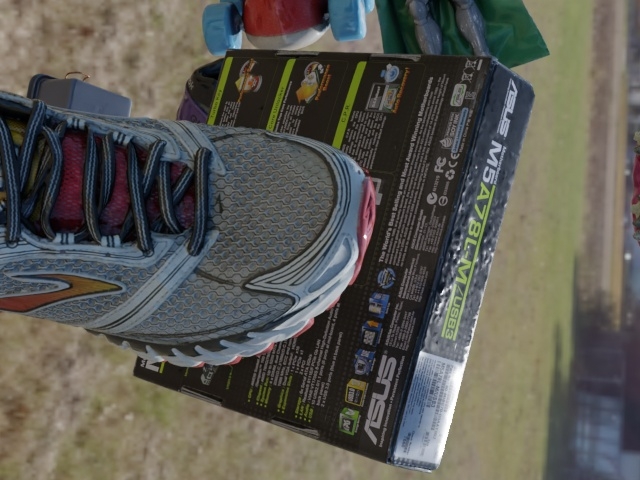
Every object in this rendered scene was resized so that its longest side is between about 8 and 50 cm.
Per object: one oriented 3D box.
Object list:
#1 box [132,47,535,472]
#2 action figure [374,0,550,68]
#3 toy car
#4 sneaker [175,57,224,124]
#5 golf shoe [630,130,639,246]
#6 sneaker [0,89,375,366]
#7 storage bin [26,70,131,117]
[{"bbox_3d":[0.000,0.000,0.577,0.045,0.184,0.191,21,82,-45],"label":"box"},{"bbox_3d":[0.080,-0.233,0.909,0.063,0.137,0.232,-63,133,-79],"label":"action figure"},{"bbox_3d":[-0.055,-0.397,1.578,0.210,0.219,0.238,-74,157,-58],"label":"toy car"},{"bbox_3d":[0.002,-0.077,1.054,0.124,0.283,0.107,110,-2,-46],"label":"sneaker"},{"bbox_3d":[0.291,0.007,0.774,0.115,0.140,0.306,-6,-96,64],"label":"golf shoe"},{"bbox_3d":[-0.092,-0.007,0.406,0.093,0.225,0.088,56,35,-67],"label":"sneaker"},{"bbox_3d":[-0.339,-0.194,1.649,0.135,0.091,0.098,17,77,-45],"label":"storage bin"}]
